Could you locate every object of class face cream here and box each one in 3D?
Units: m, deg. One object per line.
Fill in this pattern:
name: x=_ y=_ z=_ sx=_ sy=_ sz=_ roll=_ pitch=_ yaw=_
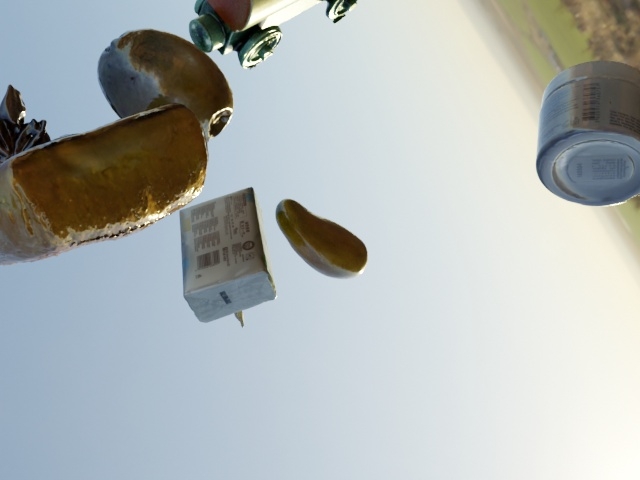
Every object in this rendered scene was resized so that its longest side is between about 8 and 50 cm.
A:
face cream: x=0.425 y=-0.161 z=1.204 sx=0.177 sy=0.177 sz=0.153 roll=44 pitch=-133 yaw=-37

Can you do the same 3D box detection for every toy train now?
toy train: x=-0.031 y=-0.322 z=0.936 sx=0.285 sy=0.177 sz=0.116 roll=-36 pitch=-96 yaw=-29

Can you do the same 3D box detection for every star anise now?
star anise: x=-0.576 y=-0.161 z=1.511 sx=0.282 sy=0.212 sz=0.129 roll=35 pitch=-163 yaw=-4

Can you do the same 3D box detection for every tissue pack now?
tissue pack: x=-0.169 y=0.040 z=1.476 sx=0.145 sy=0.159 sz=0.230 roll=68 pitch=-174 yaw=-46

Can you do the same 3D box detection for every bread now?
bread: x=-0.345 y=-0.063 z=1.096 sx=0.337 sy=0.327 sz=0.148 roll=-30 pitch=-76 yaw=-46

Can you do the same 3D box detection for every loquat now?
loquat: x=-0.252 y=-0.246 z=1.263 sx=0.227 sy=0.179 sz=0.179 roll=32 pitch=-164 yaw=6

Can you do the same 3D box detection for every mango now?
mango: x=0.000 y=0.000 z=1.580 sx=0.227 sy=0.099 sz=0.136 roll=37 pitch=-155 yaw=-21
